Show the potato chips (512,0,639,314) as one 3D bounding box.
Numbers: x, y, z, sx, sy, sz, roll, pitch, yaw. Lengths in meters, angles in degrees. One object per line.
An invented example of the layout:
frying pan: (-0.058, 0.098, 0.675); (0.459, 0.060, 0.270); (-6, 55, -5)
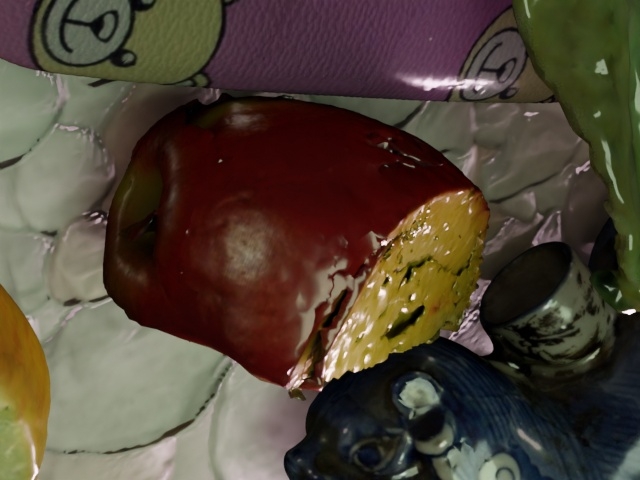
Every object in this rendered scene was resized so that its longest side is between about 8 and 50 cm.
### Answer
potato chips: (0.240, -0.084, 0.616); (0.373, 0.097, 0.389); (-32, 102, -37)

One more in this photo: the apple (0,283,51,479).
apple: (-0.179, 0.046, 0.439); (0.173, 0.160, 0.195); (-46, 129, -12)

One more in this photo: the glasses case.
glasses case: (0.011, -0.115, 0.547); (0.316, 0.076, 0.123); (-2, 111, -35)

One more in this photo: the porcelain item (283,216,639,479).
porcelain item: (0.125, 0.067, 0.698); (0.288, 0.138, 0.186); (-43, 113, -4)

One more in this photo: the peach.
peach: (0.002, -0.006, 0.563); (0.172, 0.127, 0.092); (2, 108, -40)
